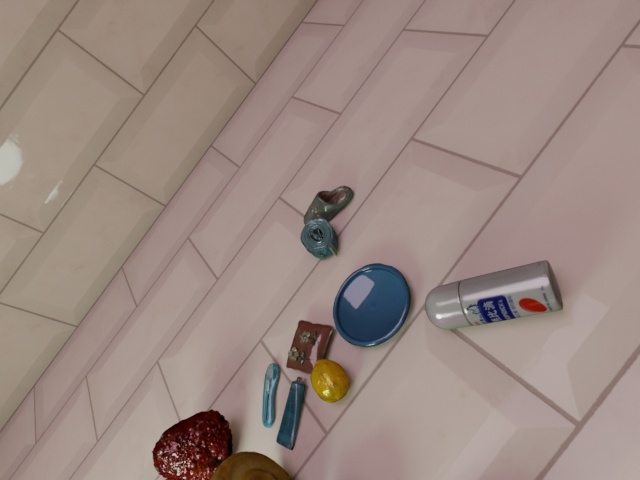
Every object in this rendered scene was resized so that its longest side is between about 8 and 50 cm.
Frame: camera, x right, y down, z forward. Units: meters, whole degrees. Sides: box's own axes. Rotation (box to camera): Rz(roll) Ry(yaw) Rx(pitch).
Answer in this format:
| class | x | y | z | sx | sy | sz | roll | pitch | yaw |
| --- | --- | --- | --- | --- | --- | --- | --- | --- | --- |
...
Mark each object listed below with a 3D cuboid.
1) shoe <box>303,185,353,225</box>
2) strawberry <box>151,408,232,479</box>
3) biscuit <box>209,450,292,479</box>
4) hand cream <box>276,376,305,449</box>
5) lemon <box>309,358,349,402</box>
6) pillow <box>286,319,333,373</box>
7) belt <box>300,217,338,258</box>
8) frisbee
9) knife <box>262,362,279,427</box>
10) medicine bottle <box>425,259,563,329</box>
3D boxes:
| class | x | y | z | sx | sy | sz | roll | pitch | yaw |
| --- | --- | --- | --- | --- | --- | --- | --- | --- | --- |
| shoe | 0.016 | -0.148 | 1.759 | 0.251 | 0.100 | 0.103 | -36 | 46 | 15 |
| strawberry | -0.418 | 0.728 | 1.468 | 0.220 | 0.274 | 0.274 | 35 | 90 | 32 |
| biscuit | -0.180 | 0.737 | 1.213 | 0.102 | 0.296 | 0.296 | -54 | 41 | 15 |
| hand cream | -0.094 | 0.575 | 1.437 | 0.083 | 0.048 | 0.225 | 1 | 71 | 43 |
| lemon | 0.027 | 0.442 | 1.353 | 0.114 | 0.114 | 0.155 | -49 | 42 | 6 |
| pillow | -0.044 | 0.371 | 1.493 | 0.171 | 0.075 | 0.179 | 0 | 63 | 41 |
| belt | -0.002 | -0.006 | 1.696 | 0.147 | 0.082 | 0.163 | -14 | 52 | 24 |
| frisbee | 0.171 | 0.215 | 1.417 | 0.289 | 0.049 | 0.290 | -20 | 53 | 28 |
| knife | -0.182 | 0.551 | 1.532 | 0.064 | 0.031 | 0.222 | -18 | 53 | 29 |
| medicine bottle | 0.446 | 0.156 | 1.146 | 0.340 | 0.130 | 0.131 | -19 | 53 | 33 |
